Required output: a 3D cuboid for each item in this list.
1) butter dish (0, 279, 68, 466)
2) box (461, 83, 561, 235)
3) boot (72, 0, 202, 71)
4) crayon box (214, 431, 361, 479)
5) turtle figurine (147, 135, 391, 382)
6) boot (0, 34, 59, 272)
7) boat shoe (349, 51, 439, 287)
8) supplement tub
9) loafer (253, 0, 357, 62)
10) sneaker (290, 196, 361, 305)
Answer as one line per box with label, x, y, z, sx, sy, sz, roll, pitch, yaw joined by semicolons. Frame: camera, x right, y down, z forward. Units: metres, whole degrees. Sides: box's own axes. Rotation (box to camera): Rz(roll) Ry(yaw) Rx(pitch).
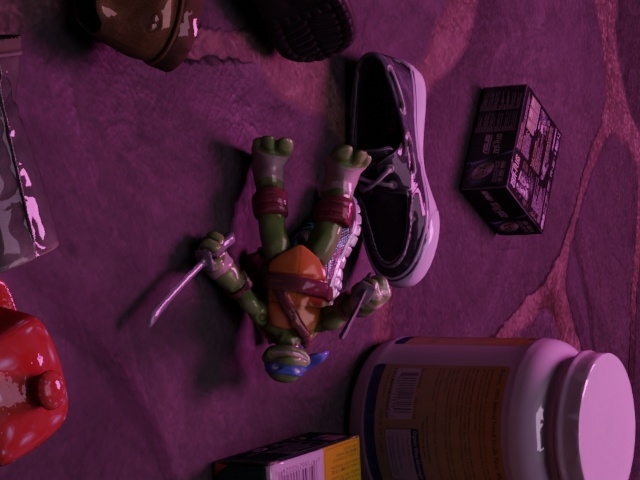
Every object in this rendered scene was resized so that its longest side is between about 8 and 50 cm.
butter dish;-0.277;0.131;1.383;0.160;0.118;0.160;-36;120;-54
box;0.289;-0.120;2.360;0.147;0.077;0.180;45;52;-49
boot;-0.178;-0.330;1.589;0.115;0.112;0.305;16;66;-32
crayon box;-0.028;0.395;1.816;0.202;0.081;0.319;-5;93;-58
turtle figurine;-0.025;0.010;1.730;0.274;0.197;0.266;37;54;-56
boot;-0.312;-0.072;1.394;0.189;0.076;0.209;-20;113;-55
boat shoe;0.083;-0.092;1.996;0.102;0.108;0.301;15;74;-58
supplement tub;0.221;0.237;2.004;0.228;0.316;0.228;3;86;-58
loafer;-0.050;-0.355;1.759;0.366;0.133;0.130;76;2;-54
sneaker;0.000;0.000;1.900;0.076;0.065;0.166;40;54;-46
